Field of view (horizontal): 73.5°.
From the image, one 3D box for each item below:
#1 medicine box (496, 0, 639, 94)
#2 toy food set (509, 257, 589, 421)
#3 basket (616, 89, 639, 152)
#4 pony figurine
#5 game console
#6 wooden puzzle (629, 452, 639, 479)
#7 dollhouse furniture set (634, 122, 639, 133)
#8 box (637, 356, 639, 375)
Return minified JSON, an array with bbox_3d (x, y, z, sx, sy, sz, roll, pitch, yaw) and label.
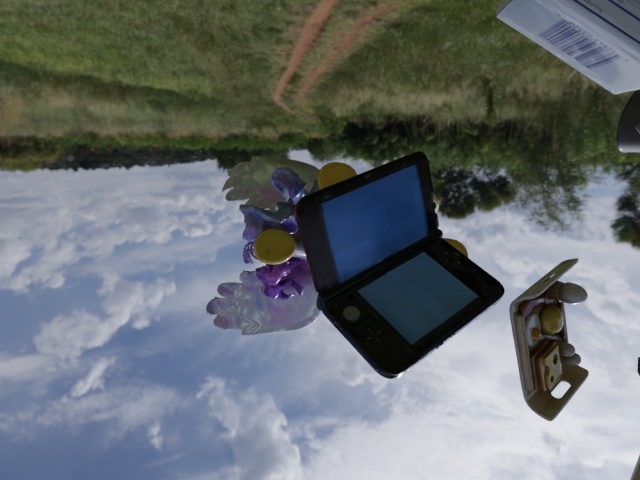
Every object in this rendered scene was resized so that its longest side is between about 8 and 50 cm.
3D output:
[{"bbox_3d":[0.469,-0.419,0.632,0.263,0.289,0.149,30,-170,-4],"label":"medicine box"},{"bbox_3d":[0.535,0.217,0.961,0.220,0.306,0.092,-24,-165,-35],"label":"toy food set"},{"bbox_3d":[0.807,-0.259,0.914,0.204,0.154,0.227,-40,-146,-14],"label":"basket"},{"bbox_3d":[0.000,0.000,0.630,0.351,0.302,0.363,3,173,0],"label":"pony figurine"},{"bbox_3d":[0.069,0.011,0.335,0.144,0.085,0.124,-26,-128,-29],"label":"game console"},{"bbox_3d":[0.334,0.257,0.281,0.239,0.044,0.221,20,-135,41],"label":"wooden puzzle"},{"bbox_3d":[0.573,-0.144,0.569,0.101,0.182,0.161,28,-142,-30],"label":"dollhouse furniture set"},{"bbox_3d":[1.009,0.379,1.294,0.083,0.018,0.067,-20,-163,44],"label":"box"}]
